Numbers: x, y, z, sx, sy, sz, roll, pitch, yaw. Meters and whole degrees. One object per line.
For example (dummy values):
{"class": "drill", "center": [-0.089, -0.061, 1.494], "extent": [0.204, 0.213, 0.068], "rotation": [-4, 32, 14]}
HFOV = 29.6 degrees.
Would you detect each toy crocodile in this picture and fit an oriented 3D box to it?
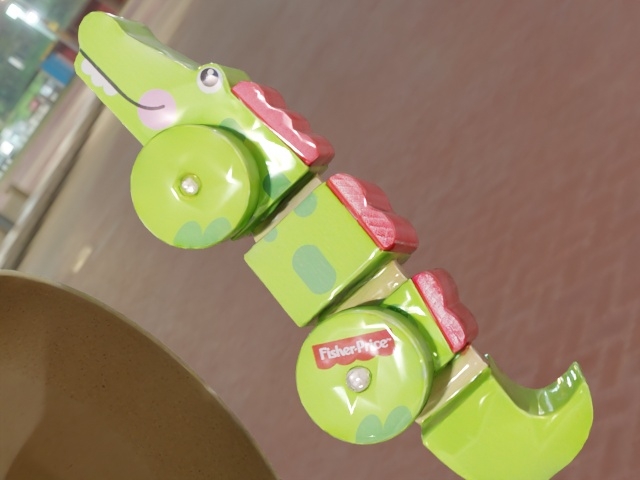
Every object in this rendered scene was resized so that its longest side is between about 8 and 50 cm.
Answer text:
{"class": "toy crocodile", "center": [0.000, 0.000, 0.641], "extent": [0.105, 0.340, 0.115], "rotation": [-44, -9, 11]}

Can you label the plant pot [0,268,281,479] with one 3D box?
{"class": "plant pot", "center": [-0.160, 0.183, 0.634], "extent": [0.191, 0.284, 0.284], "rotation": [-43, 18, 16]}
